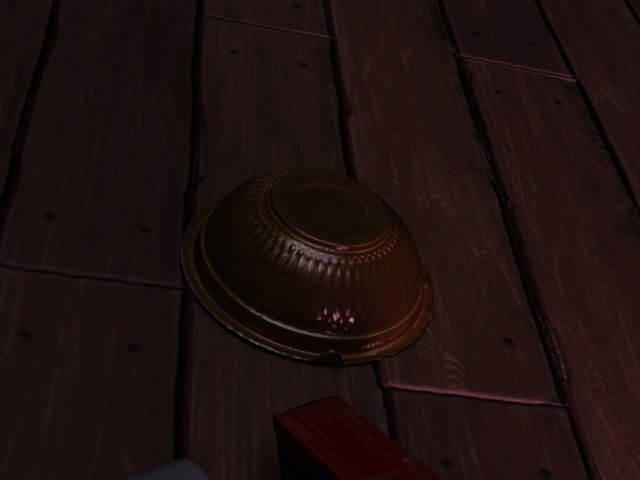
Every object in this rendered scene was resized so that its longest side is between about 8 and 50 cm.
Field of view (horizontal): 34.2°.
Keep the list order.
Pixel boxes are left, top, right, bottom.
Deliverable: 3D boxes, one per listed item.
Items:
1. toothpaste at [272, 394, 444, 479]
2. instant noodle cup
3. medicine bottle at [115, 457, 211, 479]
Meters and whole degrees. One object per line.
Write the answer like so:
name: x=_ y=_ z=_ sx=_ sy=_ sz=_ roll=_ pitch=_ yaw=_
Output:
toothpaste: x=0.060 y=0.204 z=0.725 sx=0.066 sy=0.076 sz=0.320 roll=-15 pitch=20 yaw=-22
instant noodle cup: x=0.000 y=0.000 z=1.055 sx=0.274 sy=0.090 sz=0.274 roll=12 pitch=38 yaw=-9
medicine bottle: x=-0.141 y=0.213 z=0.749 sx=0.130 sy=0.080 sz=0.080 roll=-12 pitch=47 yaw=-32
